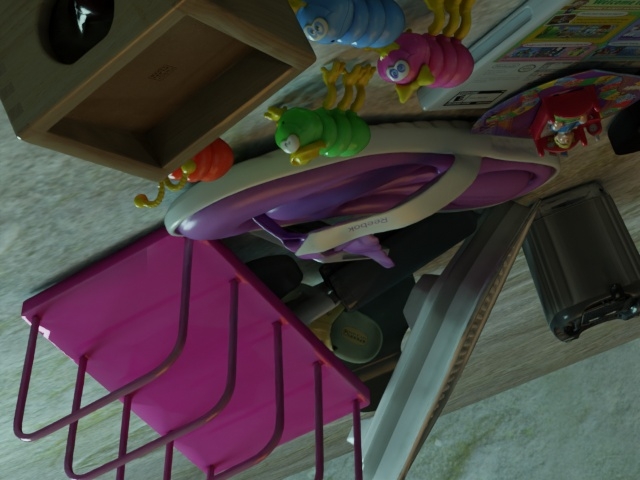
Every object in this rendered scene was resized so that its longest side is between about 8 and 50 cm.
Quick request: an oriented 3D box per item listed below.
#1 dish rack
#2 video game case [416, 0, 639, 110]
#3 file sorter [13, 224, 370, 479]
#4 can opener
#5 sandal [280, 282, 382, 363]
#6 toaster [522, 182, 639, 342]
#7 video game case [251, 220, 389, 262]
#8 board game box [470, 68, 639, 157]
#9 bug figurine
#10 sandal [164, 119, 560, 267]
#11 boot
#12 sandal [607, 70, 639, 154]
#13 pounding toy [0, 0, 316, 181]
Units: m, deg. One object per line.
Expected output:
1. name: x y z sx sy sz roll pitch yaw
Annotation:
1. dish rack: 0.127 0.101 1.548 0.333 0.072 0.285 -45 158 -62
2. video game case: 0.213 -0.161 1.185 0.212 0.023 0.193 -6 161 -38
3. file sorter: -0.114 0.163 1.345 0.202 0.182 0.290 -27 127 22
4. can opener: 0.023 0.027 1.462 0.280 0.093 0.074 -29 -157 -6
5. sandal: 0.008 0.092 1.554 0.180 0.072 0.049 21 176 -40
6. toaster: 0.310 0.027 1.735 0.129 0.146 0.227 -22 166 5
7. video game case: 0.000 0.000 1.384 0.087 0.011 0.122 23 -167 28
8. board game box: 0.217 -0.103 1.273 0.133 0.033 0.169 -27 162 40
9. bug figurine: -0.005 -0.104 1.015 0.216 0.072 0.279 -5 159 -44
10. sandal: 0.065 -0.032 1.298 0.416 0.102 0.169 -9 162 -33
11. boot: 0.045 0.080 1.705 0.112 0.115 0.305 -16 146 -9
12. sandal: 0.334 -0.126 1.399 0.097 0.054 0.254 -20 165 2
13. pounding toy: -0.082 -0.140 0.772 0.206 0.094 0.181 -36 155 21
